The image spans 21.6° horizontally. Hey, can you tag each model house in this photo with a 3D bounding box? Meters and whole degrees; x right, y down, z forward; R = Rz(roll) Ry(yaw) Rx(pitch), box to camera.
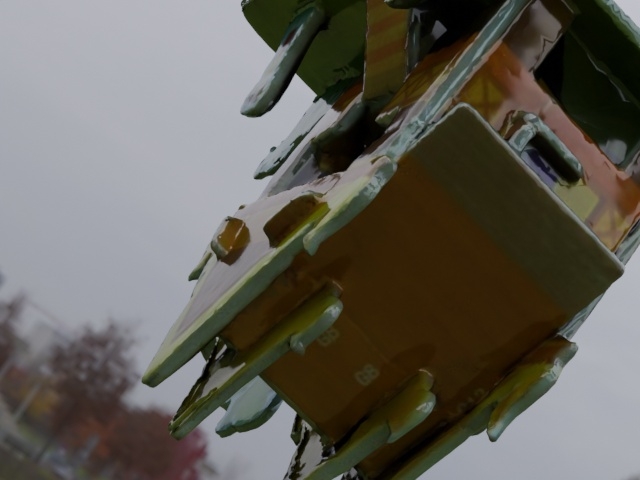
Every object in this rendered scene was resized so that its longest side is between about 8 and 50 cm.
[{"bbox_3d":[0.000,0.000,0.963,0.242,0.313,0.358,47,-21,-14],"label":"model house"}]
